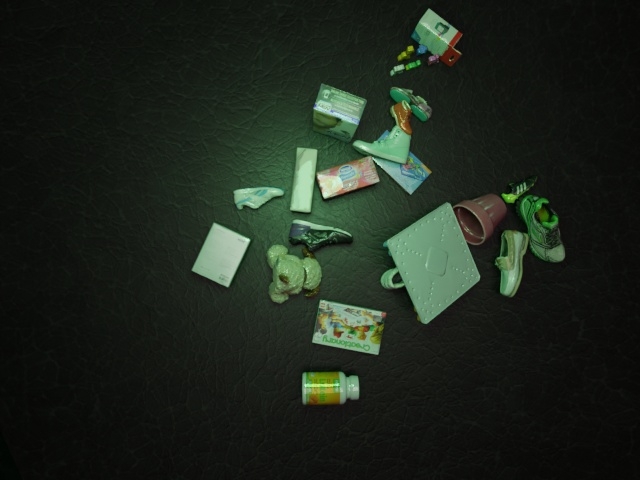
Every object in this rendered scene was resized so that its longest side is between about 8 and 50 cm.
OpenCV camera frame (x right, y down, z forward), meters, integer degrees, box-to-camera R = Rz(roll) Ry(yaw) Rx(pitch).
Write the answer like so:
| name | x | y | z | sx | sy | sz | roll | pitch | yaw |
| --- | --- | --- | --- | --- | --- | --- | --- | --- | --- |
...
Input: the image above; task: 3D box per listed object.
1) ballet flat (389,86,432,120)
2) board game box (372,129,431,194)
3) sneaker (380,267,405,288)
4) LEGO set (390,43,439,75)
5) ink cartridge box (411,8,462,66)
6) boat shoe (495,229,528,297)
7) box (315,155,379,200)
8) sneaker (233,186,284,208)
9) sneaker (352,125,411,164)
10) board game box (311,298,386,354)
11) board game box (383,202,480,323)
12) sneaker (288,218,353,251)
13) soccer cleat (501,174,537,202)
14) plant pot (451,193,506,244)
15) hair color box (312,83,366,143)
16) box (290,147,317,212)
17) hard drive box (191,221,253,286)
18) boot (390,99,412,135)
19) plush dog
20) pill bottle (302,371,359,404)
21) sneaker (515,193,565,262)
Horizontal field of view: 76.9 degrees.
| name | x | y | z | sx | sy | sz | roll | pitch | yaw |
| --- | --- | --- | --- | --- | --- | --- | --- | --- | --- |
| ballet flat | 0.413 | -0.630 | 1.819 | 0.221 | 0.077 | 0.079 | 35 | 71 | -6 |
| board game box | 0.354 | -0.354 | 1.833 | 0.281 | 0.027 | 0.145 | 43 | 90 | -1 |
| sneaker | 0.417 | 0.133 | 1.775 | 0.305 | 0.152 | 0.114 | -31 | 89 | -3 |
| LEGO set | 0.421 | -0.824 | 1.801 | 0.227 | 0.093 | 0.087 | -17 | 90 | -1 |
| ink cartridge box | 0.529 | -0.893 | 1.784 | 0.231 | 0.134 | 0.078 | 37 | 89 | -2 |
| boat shoe | 0.843 | 0.101 | 1.814 | 0.103 | 0.113 | 0.303 | 15 | 79 | 0 |
| box | 0.115 | -0.270 | 1.776 | 0.256 | 0.128 | 0.123 | -18 | 91 | -1 |
| sneaker | -0.270 | -0.192 | 1.792 | 0.228 | 0.087 | 0.092 | -6 | 97 | 5 |
| sneaker | 0.273 | -0.438 | 1.769 | 0.255 | 0.094 | 0.151 | 13 | 96 | -11 |
| board game box | 0.128 | 0.388 | 1.815 | 0.305 | 0.053 | 0.193 | 11 | 90 | -2 |
| board game box | 0.485 | 0.091 | 1.730 | 0.389 | 0.050 | 0.390 | -30 | 100 | -26 |
| sneaker | 0.000 | 0.000 | 1.778 | 0.283 | 0.107 | 0.124 | 12 | 75 | 7 |
| soccer cleat | 0.906 | -0.245 | 1.835 | 0.179 | 0.060 | 0.072 | -43 | 90 | 2 |
| plant pot | 0.705 | -0.110 | 1.774 | 0.180 | 0.201 | 0.201 | -32 | 91 | -17 |
| hair color box | 0.068 | -0.512 | 1.668 | 0.185 | 0.339 | 0.110 | 19 | 89 | -2 |
| box | -0.072 | -0.260 | 1.780 | 0.094 | 0.113 | 0.275 | 6 | 89 | -1 |
| hard drive box | -0.431 | 0.062 | 1.780 | 0.181 | 0.089 | 0.232 | 26 | 90 | -2 |
| boot | 0.379 | -0.545 | 1.800 | 0.059 | 0.084 | 0.158 | -30 | 94 | -44 |
| plush dog | -0.098 | 0.144 | 1.757 | 0.225 | 0.210 | 0.263 | -5 | 92 | -28 |
| pill bottle | 0.042 | 0.649 | 1.771 | 0.245 | 0.136 | 0.137 | 0 | 90 | -2 |
| sneaker | 0.993 | -0.041 | 1.786 | 0.134 | 0.146 | 0.344 | -33 | 102 | 0 |
